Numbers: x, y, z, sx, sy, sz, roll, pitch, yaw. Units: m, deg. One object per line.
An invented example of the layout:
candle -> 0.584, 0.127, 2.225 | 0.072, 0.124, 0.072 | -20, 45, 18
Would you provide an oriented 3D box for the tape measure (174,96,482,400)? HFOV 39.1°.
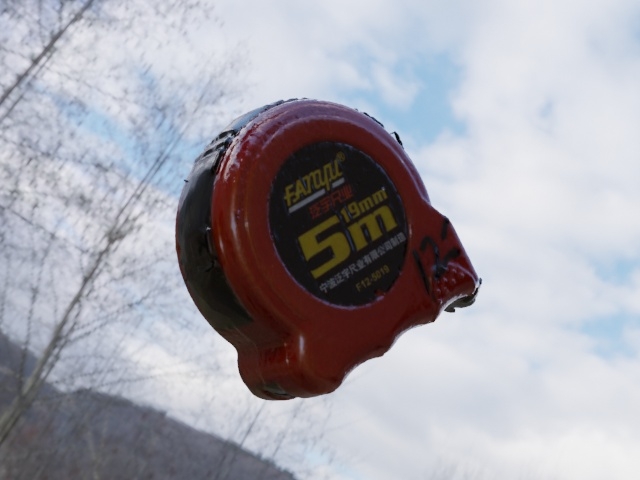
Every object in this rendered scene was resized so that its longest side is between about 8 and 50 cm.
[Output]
tape measure -> -0.001, 0.000, 0.808 | 0.114, 0.253, 0.260 | -22, -83, 54
